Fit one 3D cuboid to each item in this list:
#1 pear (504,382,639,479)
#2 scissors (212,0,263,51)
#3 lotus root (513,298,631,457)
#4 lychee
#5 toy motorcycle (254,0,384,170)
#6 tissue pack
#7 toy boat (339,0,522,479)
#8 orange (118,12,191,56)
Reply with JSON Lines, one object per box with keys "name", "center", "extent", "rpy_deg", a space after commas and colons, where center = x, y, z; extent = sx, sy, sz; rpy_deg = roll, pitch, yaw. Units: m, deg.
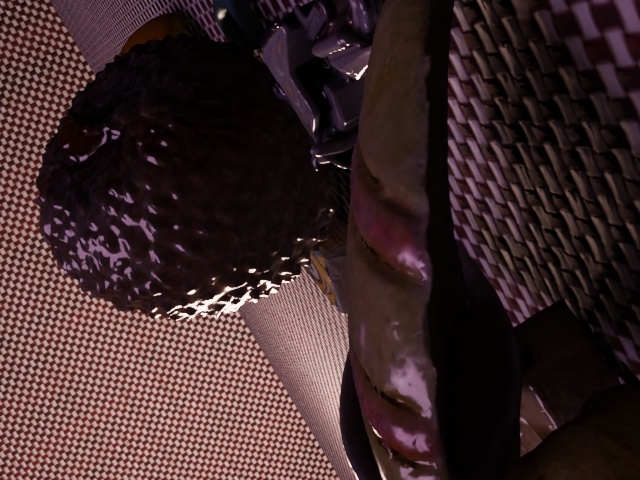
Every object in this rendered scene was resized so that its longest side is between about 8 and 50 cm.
{"name": "pear", "center": [0.182, 0.178, 0.436], "extent": [0.211, 0.188, 0.228], "rpy_deg": [55, 170, 24]}
{"name": "scissors", "center": [-0.082, -0.243, 0.771], "extent": [0.138, 0.041, 0.289], "rpy_deg": [57, 172, -6]}
{"name": "lotus root", "center": [0.206, 0.177, 0.627], "extent": [0.260, 0.074, 0.170], "rpy_deg": [57, 170, 13]}
{"name": "lychee", "center": [-0.131, -0.059, 0.877], "extent": [0.300, 0.300, 0.300], "rpy_deg": [54, 168, 17]}
{"name": "toy motorcycle", "center": [0.010, -0.119, 0.634], "extent": [0.122, 0.080, 0.215], "rpy_deg": [57, 164, 1]}
{"name": "tissue pack", "center": [0.000, 0.000, 1.022], "extent": [0.148, 0.060, 0.108], "rpy_deg": [49, 164, 41]}
{"name": "toy boat", "center": [0.054, 0.039, 0.497], "extent": [0.293, 0.111, 0.276], "rpy_deg": [71, -161, -48]}
{"name": "orange", "center": [-0.177, -0.127, 1.195], "extent": [0.334, 0.196, 0.262], "rpy_deg": [56, -176, -32]}
